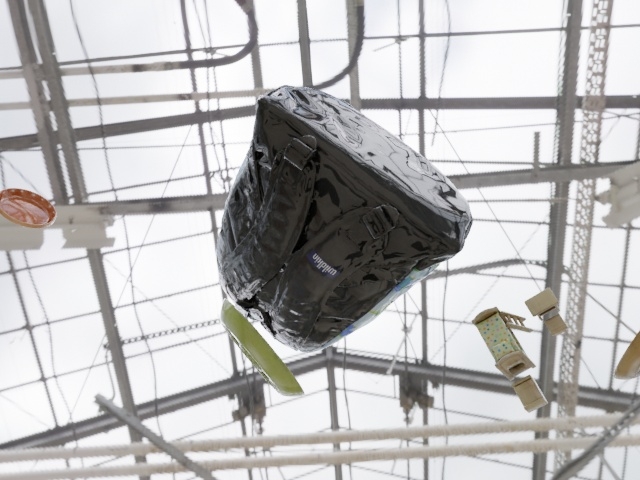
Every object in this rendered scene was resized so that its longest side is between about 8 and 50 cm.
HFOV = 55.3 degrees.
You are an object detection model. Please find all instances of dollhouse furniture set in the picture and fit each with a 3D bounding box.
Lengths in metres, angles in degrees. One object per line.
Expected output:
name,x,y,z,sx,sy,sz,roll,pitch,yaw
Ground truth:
dollhouse furniture set,0.405,0.197,1.151,0.161,0.181,0.101,-34,-41,15

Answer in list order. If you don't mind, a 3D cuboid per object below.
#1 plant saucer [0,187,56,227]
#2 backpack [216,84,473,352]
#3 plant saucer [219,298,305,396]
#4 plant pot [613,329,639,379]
plant saucer,-0.426,-0.045,0.882,0.084,0.083,0.013,31,-65,-12
backpack,0.000,0.000,0.824,0.290,0.273,0.355,37,-56,6
plant saucer,-0.122,0.216,1.174,0.037,0.241,0.240,-40,-71,-16
plant pot,0.646,0.178,1.164,0.236,0.032,0.236,-29,-41,-28
